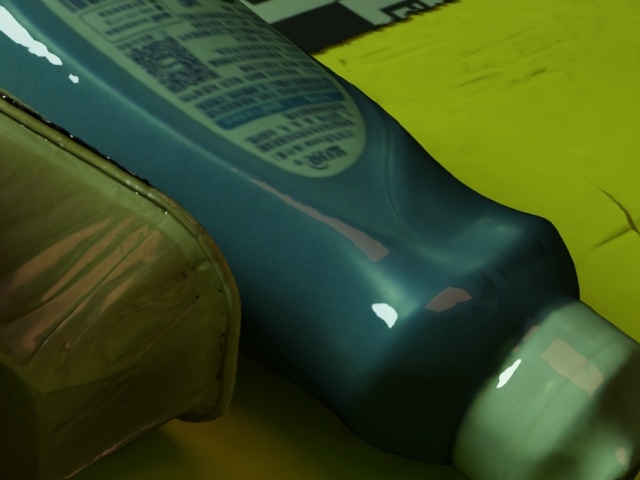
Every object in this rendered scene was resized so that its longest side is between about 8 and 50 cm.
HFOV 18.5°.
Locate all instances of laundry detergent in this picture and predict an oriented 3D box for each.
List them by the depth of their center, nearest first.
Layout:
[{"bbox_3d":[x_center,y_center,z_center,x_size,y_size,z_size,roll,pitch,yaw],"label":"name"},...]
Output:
[{"bbox_3d":[0.000,0.000,0.696,0.290,0.094,0.143,38,23,23],"label":"laundry detergent"}]

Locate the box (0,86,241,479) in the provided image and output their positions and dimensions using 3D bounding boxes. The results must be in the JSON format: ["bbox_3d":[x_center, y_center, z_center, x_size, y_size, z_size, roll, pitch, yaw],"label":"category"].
[{"bbox_3d":[-0.106,0.003,0.620,0.177,0.111,0.111,31,34,19],"label":"box"}]

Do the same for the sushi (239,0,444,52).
[{"bbox_3d":[-0.049,-0.243,1.062,0.359,0.064,0.343,35,35,23],"label":"sushi"}]
